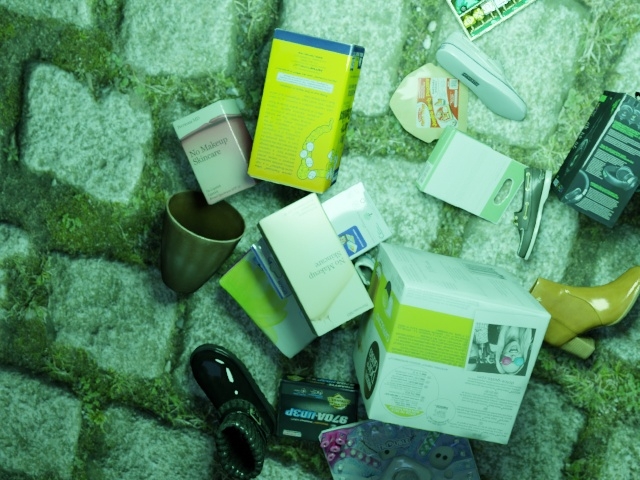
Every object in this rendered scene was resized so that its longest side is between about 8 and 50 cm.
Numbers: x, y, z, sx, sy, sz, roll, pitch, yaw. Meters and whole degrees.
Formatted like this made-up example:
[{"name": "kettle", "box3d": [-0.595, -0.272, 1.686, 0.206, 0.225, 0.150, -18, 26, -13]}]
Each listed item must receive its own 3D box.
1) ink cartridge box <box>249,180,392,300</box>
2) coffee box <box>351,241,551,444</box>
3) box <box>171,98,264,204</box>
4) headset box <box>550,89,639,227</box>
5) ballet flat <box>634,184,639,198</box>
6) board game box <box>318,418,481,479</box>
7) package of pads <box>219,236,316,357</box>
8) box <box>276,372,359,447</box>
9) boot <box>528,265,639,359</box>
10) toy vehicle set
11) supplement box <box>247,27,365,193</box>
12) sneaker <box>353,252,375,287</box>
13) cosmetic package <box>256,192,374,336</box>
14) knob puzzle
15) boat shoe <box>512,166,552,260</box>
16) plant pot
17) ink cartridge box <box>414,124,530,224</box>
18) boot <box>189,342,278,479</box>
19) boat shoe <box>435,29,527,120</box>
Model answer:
[{"name": "ink cartridge box", "box3d": [0.000, 0.000, 1.931, 0.332, 0.065, 0.165, -29, 92, -9]}, {"name": "coffee box", "box3d": [0.287, 0.236, 1.813, 0.338, 0.338, 0.335, 12, 105, -8]}, {"name": "box", "box3d": [-0.256, -0.231, 1.965, 0.148, 0.127, 0.232, -22, 98, 16]}, {"name": "headset box", "box3d": [0.659, -0.201, 1.722, 0.131, 0.246, 0.283, 28, 107, 4]}, {"name": "ballet flat", "box3d": [0.848, -0.241, 1.756, 0.124, 0.116, 0.343, 17, 107, -14]}, {"name": "board game box", "box3d": [0.233, 0.657, 2.073, 0.389, 0.050, 0.390, -16, 104, 10]}, {"name": "package of pads", "box3d": [-0.098, 0.140, 2.029, 0.229, 0.101, 0.296, -43, 91, 16]}, {"name": "box", "box3d": [-0.006, 0.471, 2.110, 0.220, 0.051, 0.175, 7, 104, 10]}, {"name": "boot", "box3d": [0.636, 0.140, 1.879, 0.211, 0.104, 0.295, 31, 111, 3]}, {"name": "toy vehicle set", "box3d": [0.428, -0.612, 1.787, 0.266, 0.035, 0.166, -31, 95, 16]}, {"name": "supplement box", "box3d": [-0.031, -0.319, 1.865, 0.195, 0.194, 0.357, 15, 105, 8]}, {"name": "sneaker", "box3d": [0.154, 0.117, 1.983, 0.190, 0.083, 0.071, 41, 105, -1]}, {"name": "cosmetic package", "box3d": [-0.015, 0.058, 1.840, 0.160, 0.113, 0.310, -29, 91, -8]}, {"name": "knob puzzle", "box3d": [0.264, -0.339, 1.873, 0.213, 0.030, 0.213, -1, 99, -4]}, {"name": "boat shoe", "box3d": [0.511, -0.066, 1.873, 0.068, 0.081, 0.228, 13, 98, 11]}, {"name": "plant pot", "box3d": [-0.338, 0.022, 2.014, 0.215, 0.215, 0.230, 30, 120, 4]}, {"name": "ink cartridge box", "box3d": [0.378, -0.162, 1.891, 0.235, 0.056, 0.171, 22, 108, -19]}, {"name": "boot", "box3d": [-0.251, 0.452, 2.046, 0.131, 0.260, 0.348, -42, 92, 17]}, {"name": "boat shoe", "box3d": [0.398, -0.396, 1.818, 0.267, 0.096, 0.088, 36, 74, -6]}]
